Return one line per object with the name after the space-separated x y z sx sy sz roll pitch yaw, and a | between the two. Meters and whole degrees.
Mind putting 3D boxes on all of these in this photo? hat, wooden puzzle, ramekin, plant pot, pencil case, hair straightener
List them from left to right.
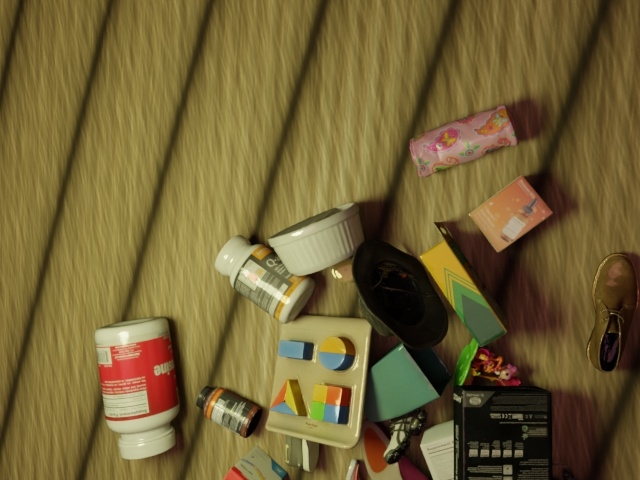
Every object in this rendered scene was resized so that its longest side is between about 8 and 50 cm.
-0.018 0.378 1.579 0.322 0.080 0.348 -2 70 38 | wooden puzzle
0.000 0.000 1.574 0.272 0.273 0.127 -21 96 17 | ramekin
0.182 0.165 1.519 0.331 0.331 0.134 52 128 10 | hat
0.212 0.395 1.569 0.234 0.165 0.166 -40 80 23 | plant pot
0.381 -0.265 1.514 0.284 0.124 0.124 -19 86 18 | pencil case
0.686 0.669 1.490 0.230 0.047 0.089 46 104 16 | hair straightener

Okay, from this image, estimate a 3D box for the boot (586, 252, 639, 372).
0.743 0.185 1.413 0.112 0.115 0.306 8 93 19 | boot

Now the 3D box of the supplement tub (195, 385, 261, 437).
-0.291 0.530 1.762 0.197 0.106 0.106 23 99 16 | supplement tub

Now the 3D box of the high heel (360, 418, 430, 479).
0.254 0.683 1.622 0.127 0.181 0.377 -43 59 29 | high heel

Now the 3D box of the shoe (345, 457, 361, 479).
0.116 0.736 1.663 0.081 0.063 0.178 10 100 16 | shoe

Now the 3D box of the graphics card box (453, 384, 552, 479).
0.455 0.556 1.409 0.232 0.094 0.371 0 86 -2 | graphics card box

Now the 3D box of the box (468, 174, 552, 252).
0.503 -0.070 1.492 0.170 0.091 0.130 -39 80 15 | box

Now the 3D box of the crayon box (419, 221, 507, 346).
0.368 0.106 1.483 0.083 0.203 0.323 -34 81 16 | crayon box

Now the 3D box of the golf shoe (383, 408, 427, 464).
0.217 0.539 1.570 0.093 0.198 0.077 25 130 28 | golf shoe

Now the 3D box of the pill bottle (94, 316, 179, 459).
-0.574 0.462 1.785 0.228 0.229 0.408 -8 90 18 | pill bottle

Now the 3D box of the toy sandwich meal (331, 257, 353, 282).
0.075 0.088 1.669 0.085 0.029 0.086 0 89 14 | toy sandwich meal

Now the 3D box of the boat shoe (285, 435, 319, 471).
-0.061 0.534 1.685 0.091 0.109 0.305 -1 89 23 | boat shoe

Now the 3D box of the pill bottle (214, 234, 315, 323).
-0.168 0.110 1.677 0.278 0.162 0.162 34 101 13 | pill bottle

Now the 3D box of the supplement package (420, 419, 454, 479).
0.386 0.630 1.531 0.139 0.134 0.244 -22 86 17 | supplement package

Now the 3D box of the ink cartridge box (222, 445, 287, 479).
-0.208 0.725 1.675 0.134 0.231 0.078 37 102 13 | ink cartridge box

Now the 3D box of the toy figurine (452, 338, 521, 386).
0.462 0.352 1.508 0.159 0.130 0.173 20 121 4 | toy figurine
